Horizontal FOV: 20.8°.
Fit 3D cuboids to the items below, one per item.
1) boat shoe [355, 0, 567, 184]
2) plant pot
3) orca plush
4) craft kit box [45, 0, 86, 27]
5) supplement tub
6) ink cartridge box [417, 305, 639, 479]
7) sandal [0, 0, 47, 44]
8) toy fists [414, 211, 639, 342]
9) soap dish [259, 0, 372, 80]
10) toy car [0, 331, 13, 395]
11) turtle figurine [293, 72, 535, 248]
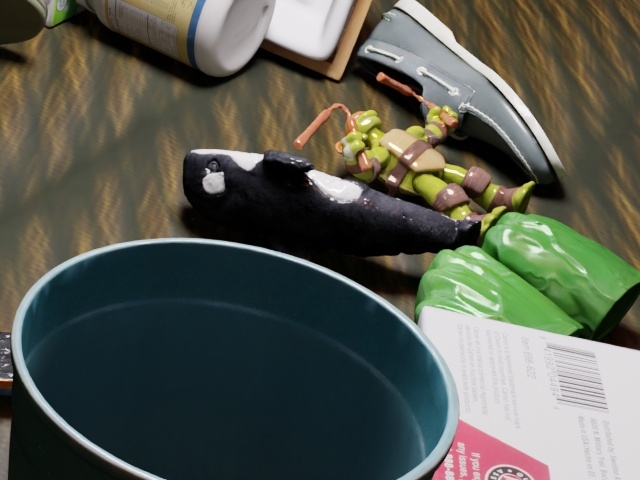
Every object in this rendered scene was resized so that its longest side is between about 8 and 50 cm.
[{"bbox_3d":[0.154,-0.150,1.958,0.099,0.116,0.319,-39,55,-2],"label":"boat shoe"},{"bbox_3d":[-0.075,0.178,1.100,0.272,0.255,0.271,11,29,-6],"label":"plant pot"},{"bbox_3d":[0.000,0.000,1.646,0.287,0.102,0.151,20,-16,-11],"label":"orca plush"},{"bbox_3d":[-0.243,-0.394,2.010,0.061,0.250,0.246,23,30,15],"label":"craft kit box"},{"bbox_3d":[-0.164,-0.282,1.957,0.200,0.144,0.144,26,32,19],"label":"supplement tub"},{"bbox_3d":[0.244,0.218,1.269,0.385,0.160,0.279,11,29,-5],"label":"ink cartridge box"},{"bbox_3d":[-0.434,-0.226,1.802,0.303,0.120,0.086,-1,61,-22],"label":"sandal"},{"bbox_3d":[0.181,0.055,1.592,0.142,0.096,0.279,38,34,18],"label":"toy fists"},{"bbox_3d":[-0.053,-0.346,2.051,0.291,0.229,0.118,25,12,17],"label":"soap dish"},{"bbox_3d":[-0.278,0.107,1.351,0.122,0.040,0.060,-9,44,-31],"label":"toy car"},{"bbox_3d":[0.095,-0.071,1.772,0.217,0.087,0.269,35,26,18],"label":"turtle figurine"}]
